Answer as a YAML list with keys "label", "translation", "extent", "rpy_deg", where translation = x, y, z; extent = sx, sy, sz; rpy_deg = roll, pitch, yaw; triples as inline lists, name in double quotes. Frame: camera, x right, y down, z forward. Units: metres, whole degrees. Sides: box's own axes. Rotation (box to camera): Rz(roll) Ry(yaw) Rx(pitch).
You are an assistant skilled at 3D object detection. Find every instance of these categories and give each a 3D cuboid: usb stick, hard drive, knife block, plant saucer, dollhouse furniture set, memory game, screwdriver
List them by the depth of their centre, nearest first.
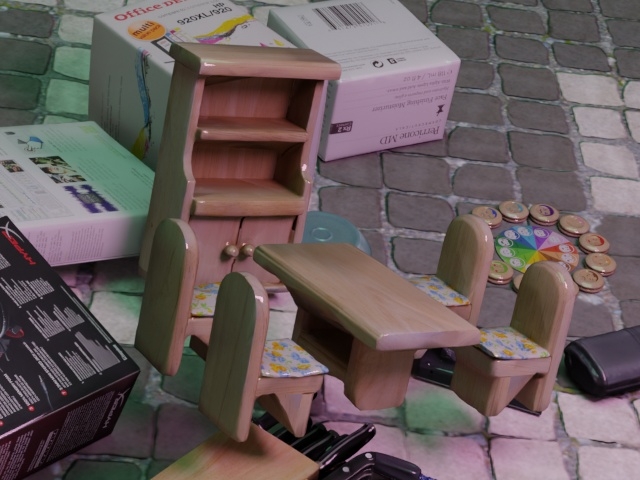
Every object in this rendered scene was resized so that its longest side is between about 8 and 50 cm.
- label: "knife block"
  translation: [-0.082, 0.223, 1.644]
  extent: [0.275, 0.088, 0.242]
  rpy_deg: [3, 35, -10]
- label: "screwdriver"
  translation: [0.126, 0.238, 1.729]
  extent: [0.170, 0.025, 0.024]
  rpy_deg: [17, 36, 10]
- label: "dollhouse furniture set"
  translation: [0.000, -0.014, 1.755]
  extent: [0.362, 0.256, 0.394]
  rpy_deg: [-1, 22, -34]
- label: "hard drive"
  translation: [0.177, 0.129, 1.892]
  extent: [0.135, 0.022, 0.094]
  rpy_deg: [16, 36, 9]
- label: "usb stick"
  translation: [0.387, 0.113, 1.946]
  extent: [0.278, 0.045, 0.077]
  rpy_deg: [-11, 40, -27]
- label: "plant saucer"
  translation: [0.000, 0.000, 2.026]
  extent: [0.119, 0.021, 0.119]
  rpy_deg: [7, 36, -5]
- label: "memory game"
  translation: [0.250, 0.009, 2.084]
  extent: [0.186, 0.012, 0.186]
  rpy_deg: [7, 35, -5]

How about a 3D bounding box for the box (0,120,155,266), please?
- label: "box"
  translation: [-0.325, -0.048, 1.926]
  extent: [0.322, 0.058, 0.232]
  rpy_deg: [-6, 31, -38]

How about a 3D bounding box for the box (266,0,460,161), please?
- label: "box"
  translation: [0.045, -0.206, 2.235]
  extent: [0.181, 0.119, 0.182]
  rpy_deg: [-13, 42, -29]

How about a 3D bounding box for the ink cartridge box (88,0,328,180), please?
- label: "ink cartridge box"
  translation: [-0.135, -0.160, 2.086]
  extent: [0.171, 0.168, 0.232]
  rpy_deg: [-23, 46, -36]

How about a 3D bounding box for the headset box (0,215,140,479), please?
- label: "headset box"
  translation: [-0.349, 0.126, 1.645]
  extent: [0.293, 0.110, 0.218]
  rpy_deg: [-26, 63, -42]
